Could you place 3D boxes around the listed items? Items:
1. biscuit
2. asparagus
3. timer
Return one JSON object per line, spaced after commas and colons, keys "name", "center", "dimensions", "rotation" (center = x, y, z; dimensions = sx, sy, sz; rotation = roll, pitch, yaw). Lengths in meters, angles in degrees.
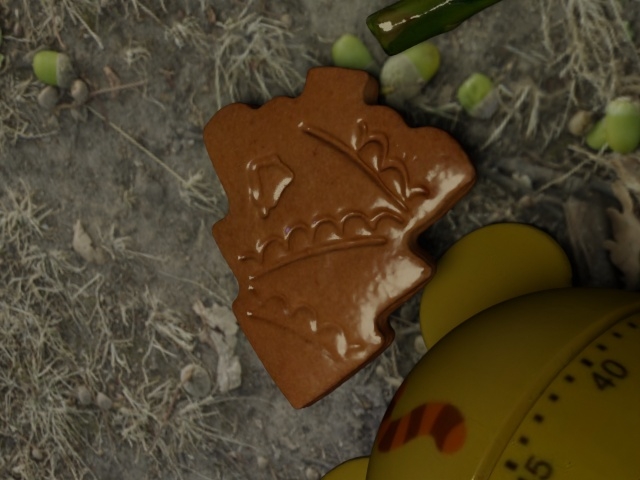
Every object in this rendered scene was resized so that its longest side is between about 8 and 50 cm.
{"name": "biscuit", "center": [0.000, 0.000, 1.035], "dimensions": [0.284, 0.043, 0.306], "rotation": [8, 94, 32]}
{"name": "asparagus", "center": [0.120, -0.203, 0.958], "dimensions": [0.178, 0.041, 0.045], "rotation": [-22, 104, 30]}
{"name": "timer", "center": [0.176, 0.190, 0.912], "dimensions": [0.387, 0.376, 0.376], "rotation": [23, 118, 44]}
